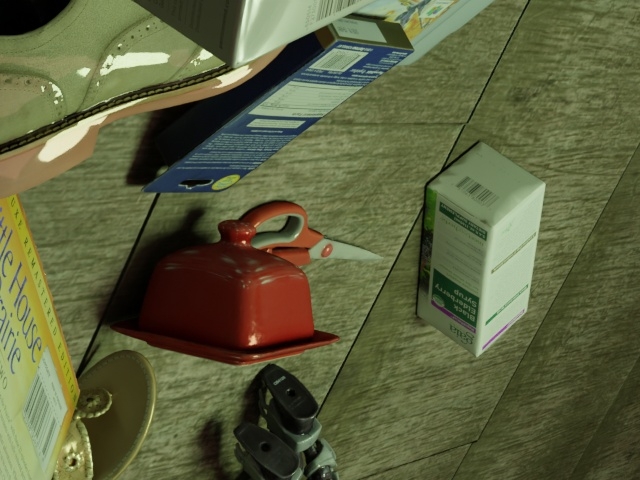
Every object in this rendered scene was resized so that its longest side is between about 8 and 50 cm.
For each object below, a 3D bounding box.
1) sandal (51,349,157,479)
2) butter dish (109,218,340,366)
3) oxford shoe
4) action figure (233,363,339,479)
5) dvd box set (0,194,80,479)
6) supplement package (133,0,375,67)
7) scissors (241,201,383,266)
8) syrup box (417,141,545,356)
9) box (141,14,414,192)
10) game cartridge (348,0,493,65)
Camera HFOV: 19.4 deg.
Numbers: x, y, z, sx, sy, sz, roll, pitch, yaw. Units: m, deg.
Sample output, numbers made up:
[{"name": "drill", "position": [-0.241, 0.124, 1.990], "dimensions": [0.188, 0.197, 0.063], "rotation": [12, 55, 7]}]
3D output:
[{"name": "sandal", "position": [-0.235, 0.194, 1.612], "dimensions": [0.240, 0.088, 0.079], "rotation": [-50, 160, 3]}, {"name": "butter dish", "position": [-0.079, 0.040, 1.652], "dimensions": [0.160, 0.160, 0.118], "rotation": [-8, 106, -57]}, {"name": "oxford shoe", "position": [-0.130, -0.174, 1.288], "dimensions": [0.397, 0.140, 0.146], "rotation": [-39, 143, -34]}, {"name": "action figure", "position": [-0.048, 0.263, 2.013], "dimensions": [0.185, 0.099, 0.285], "rotation": [-47, 158, -31]}, {"name": "dvd box set", "position": [-0.276, 0.183, 1.293], "dimensions": [0.307, 0.062, 0.420], "rotation": [82, 17, -50]}, {"name": "supplement package", "position": [-0.083, -0.263, 1.069], "dimensions": [0.177, 0.293, 0.175], "rotation": [-30, 145, -40]}, {"name": "scissors", "position": [0.000, 0.000, 1.848], "dimensions": [0.297, 0.021, 0.109], "rotation": [-11, 130, -53]}, {"name": "syrup box", "position": [0.176, 0.013, 2.081], "dimensions": [0.096, 0.093, 0.237], "rotation": [-39, 151, -29]}, {"name": "box", "position": [-0.043, -0.111, 1.550], "dimensions": [0.225, 0.036, 0.136], "rotation": [-36, 164, 25]}, {"name": "game cartridge", "position": [0.067, -0.219, 1.571], "dimensions": [0.198, 0.062, 0.297], "rotation": [-33, 167, 32]}]
